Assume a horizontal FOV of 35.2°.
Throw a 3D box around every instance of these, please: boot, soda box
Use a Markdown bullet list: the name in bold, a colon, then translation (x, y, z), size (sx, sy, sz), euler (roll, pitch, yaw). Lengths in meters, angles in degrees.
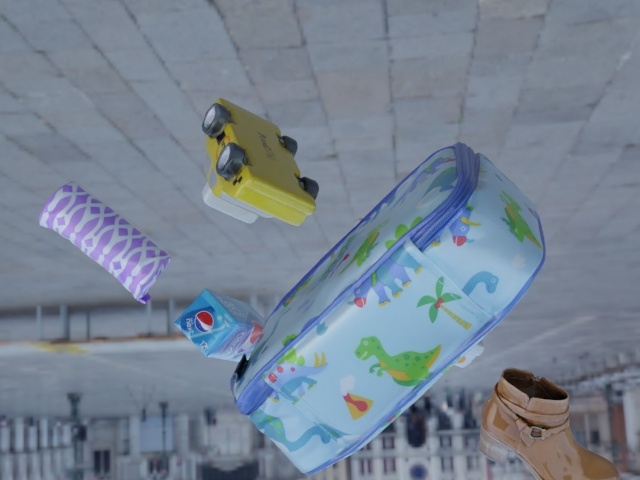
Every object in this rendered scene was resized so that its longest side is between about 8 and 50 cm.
- **boot**: translation (0.304, 0.248, 1.302), size (0.197, 0.073, 0.152), euler (15, 131, 10)
- **soda box**: translation (-0.132, 0.127, 1.460), size (0.067, 0.071, 0.210), euler (-48, 164, 2)

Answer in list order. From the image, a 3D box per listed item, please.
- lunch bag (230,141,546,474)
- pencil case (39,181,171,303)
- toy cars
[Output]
- **lunch bag**: translation (0.043, 0.039, 0.668), size (0.219, 0.090, 0.176), euler (-45, -175, 20)
- **pencil case**: translation (-0.321, 0.001, 1.487), size (0.088, 0.206, 0.086), euler (-55, 176, 26)
- **toy cars**: translation (0.000, 0.000, 0.999), size (0.087, 0.394, 0.176), euler (-56, 161, 20)
